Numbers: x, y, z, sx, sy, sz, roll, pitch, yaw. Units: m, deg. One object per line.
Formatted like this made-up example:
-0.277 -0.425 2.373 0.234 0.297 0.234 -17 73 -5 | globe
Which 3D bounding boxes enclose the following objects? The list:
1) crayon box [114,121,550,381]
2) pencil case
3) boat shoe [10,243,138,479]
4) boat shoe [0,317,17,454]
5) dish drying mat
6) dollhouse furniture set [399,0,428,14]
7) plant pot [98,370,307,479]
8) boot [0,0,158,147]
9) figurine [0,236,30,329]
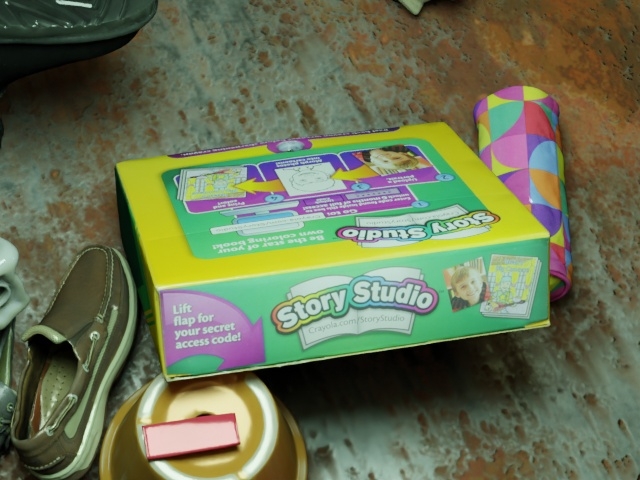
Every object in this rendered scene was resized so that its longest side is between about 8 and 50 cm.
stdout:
0.000 0.000 1.501 0.362 0.106 0.313 -8 26 -11 | crayon box
0.215 -0.049 1.654 0.104 0.104 0.236 3 63 -5 | pencil case
-0.245 0.105 1.512 0.095 0.095 0.258 -10 55 23 | boat shoe
-0.323 0.162 1.509 0.073 0.080 0.224 -8 62 -4 | boat shoe
-0.114 0.172 1.357 0.083 0.008 0.032 -8 66 -8 | dish drying mat
0.068 -0.389 1.723 0.259 0.262 0.135 41 61 -24 | dollhouse furniture set
-0.109 0.199 1.454 0.205 0.188 0.205 2 65 -5 | plant pot
-0.331 -0.170 1.561 0.347 0.260 0.131 -6 56 -5 | boot
-0.411 0.034 1.491 0.215 0.092 0.209 -44 62 -3 | figurine
